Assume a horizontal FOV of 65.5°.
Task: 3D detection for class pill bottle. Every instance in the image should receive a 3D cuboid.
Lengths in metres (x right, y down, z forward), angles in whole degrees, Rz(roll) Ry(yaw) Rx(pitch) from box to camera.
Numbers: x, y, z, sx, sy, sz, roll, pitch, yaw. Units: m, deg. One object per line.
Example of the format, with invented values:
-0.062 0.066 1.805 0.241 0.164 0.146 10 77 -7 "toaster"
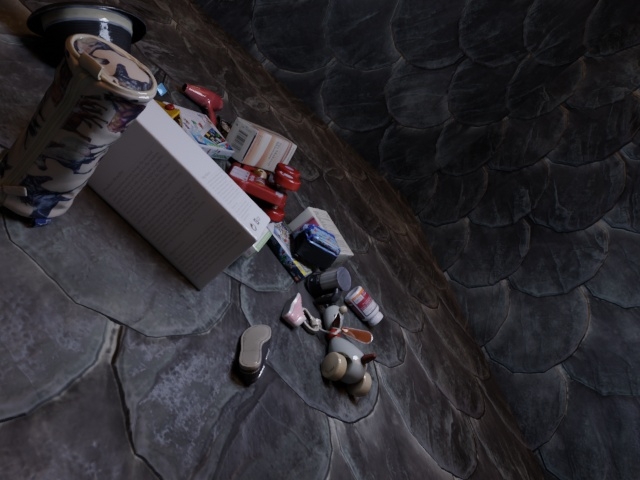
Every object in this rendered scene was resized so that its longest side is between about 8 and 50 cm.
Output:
0.172 0.259 1.952 0.152 0.086 0.086 49 21 -6 "pill bottle"

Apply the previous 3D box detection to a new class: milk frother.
0.049 0.176 1.767 0.143 0.135 0.129 22 60 -48 "milk frother"

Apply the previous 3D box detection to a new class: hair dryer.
-0.442 -0.533 2.039 0.293 0.080 0.223 43 22 -17 "hair dryer"

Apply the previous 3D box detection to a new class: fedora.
-0.669 -0.571 1.467 0.334 0.334 0.152 -21 103 -68 "fedora"

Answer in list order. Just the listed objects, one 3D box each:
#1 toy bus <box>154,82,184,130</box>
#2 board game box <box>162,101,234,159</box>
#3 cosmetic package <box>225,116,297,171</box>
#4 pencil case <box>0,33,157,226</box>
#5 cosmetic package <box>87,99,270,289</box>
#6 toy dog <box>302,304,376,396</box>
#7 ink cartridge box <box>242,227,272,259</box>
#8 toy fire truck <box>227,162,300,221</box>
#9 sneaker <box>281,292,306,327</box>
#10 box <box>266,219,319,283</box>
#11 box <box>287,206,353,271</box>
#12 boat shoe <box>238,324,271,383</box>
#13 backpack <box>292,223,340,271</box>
-0.529 -0.378 1.555 0.191 0.202 0.104 50 50 -21 "toy bus"
-0.441 -0.386 1.789 0.193 0.053 0.305 52 14 5 "board game box"
-0.246 -0.382 2.047 0.129 0.153 0.296 36 16 23 "cosmetic package"
-0.480 -0.202 0.945 0.160 0.410 0.183 43 29 -15 "pencil case"
-0.375 -0.121 1.277 0.453 0.230 0.161 47 20 -12 "cosmetic package"
0.089 0.317 1.577 0.220 0.161 0.333 24 33 -50 "toy dog"
-0.261 -0.066 1.509 0.235 0.056 0.171 50 19 -9 "ink cartridge box"
-0.222 -0.216 1.851 0.254 0.169 0.302 25 18 -12 "toy fire truck"
-0.076 0.223 1.560 0.070 0.051 0.134 48 24 -13 "sneaker"
-0.111 0.036 1.806 0.233 0.044 0.159 53 20 5 "box"
0.000 0.000 1.979 0.232 0.127 0.149 58 22 20 "box"
-0.169 0.287 1.278 0.206 0.075 0.065 -84 174 -69 "boat shoe"
-0.021 0.006 1.802 0.158 0.117 0.173 31 21 -26 "backpack"
